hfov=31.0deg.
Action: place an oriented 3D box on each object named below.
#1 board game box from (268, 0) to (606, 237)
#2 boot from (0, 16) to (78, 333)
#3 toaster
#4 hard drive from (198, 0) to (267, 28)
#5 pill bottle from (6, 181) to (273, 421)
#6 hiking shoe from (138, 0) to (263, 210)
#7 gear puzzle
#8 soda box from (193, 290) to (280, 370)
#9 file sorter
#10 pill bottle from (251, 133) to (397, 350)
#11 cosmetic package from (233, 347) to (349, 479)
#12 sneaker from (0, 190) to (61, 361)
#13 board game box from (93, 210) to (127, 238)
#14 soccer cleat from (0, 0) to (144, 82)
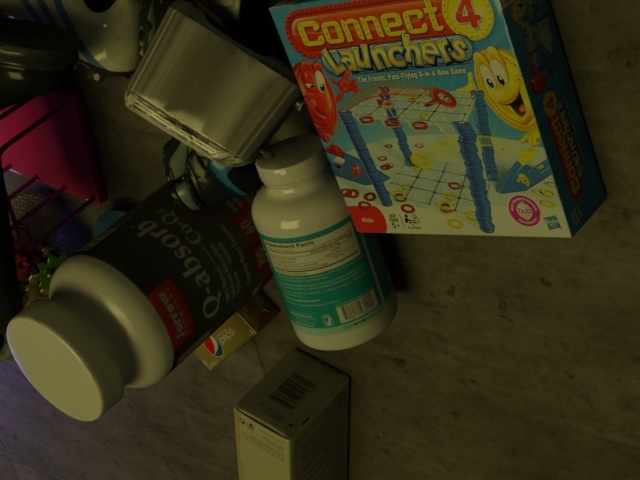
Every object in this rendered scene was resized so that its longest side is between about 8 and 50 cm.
[{"bbox_3d":[0.127,-0.154,1.278,0.308,0.086,0.302,1,124,43],"label":"board game box"},{"bbox_3d":[-0.457,-0.075,1.563,0.367,0.146,0.445,19,112,41],"label":"boot"},{"bbox_3d":[-0.135,-0.188,1.392,0.227,0.146,0.129,32,-175,0],"label":"toaster"},{"bbox_3d":[-0.152,-0.407,1.268,0.237,0.064,0.339,40,158,10],"label":"hard drive"},{"bbox_3d":[-0.240,0.072,1.596,0.210,0.363,0.210,25,137,25],"label":"pill bottle"},{"bbox_3d":[-0.153,-0.193,1.517,0.132,0.113,0.304,-9,111,6],"label":"hiking shoe"},{"bbox_3d":[-0.481,0.084,1.916,0.175,0.339,0.044,-60,34,21],"label":"gear puzzle"},{"bbox_3d":[-0.138,0.139,1.803,0.058,0.061,0.181,48,142,0],"label":"soda box"},{"bbox_3d":[-0.521,-0.139,1.824,0.290,0.182,0.202,20,135,31],"label":"file sorter"},{"bbox_3d":[0.000,0.000,1.485,0.146,0.146,0.264,7,126,40],"label":"pill bottle"},{"bbox_3d":[-0.042,0.340,1.813,0.113,0.160,0.309,27,137,26],"label":"cosmetic package"},{"bbox_3d":[-0.523,0.074,2.053,0.137,0.210,0.366,39,106,26],"label":"sneaker"},{"bbox_3d":[-0.288,0.013,1.863,0.168,0.033,0.133,45,137,-5],"label":"board game box"},{"bbox_3d":[-0.358,-0.339,1.576,0.331,0.116,0.143,30,117,23],"label":"soccer cleat"}]
